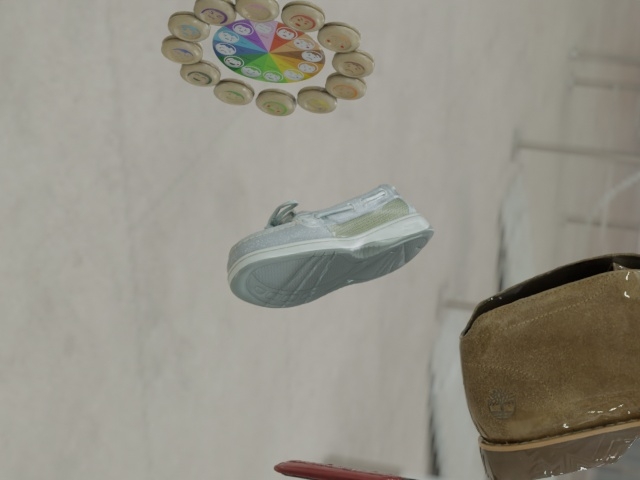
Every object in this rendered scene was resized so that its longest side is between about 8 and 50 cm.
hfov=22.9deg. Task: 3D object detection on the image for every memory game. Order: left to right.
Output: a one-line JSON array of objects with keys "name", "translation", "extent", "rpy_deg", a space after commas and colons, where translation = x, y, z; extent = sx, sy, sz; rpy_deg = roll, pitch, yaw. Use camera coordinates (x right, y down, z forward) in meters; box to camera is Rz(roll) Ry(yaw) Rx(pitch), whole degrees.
[{"name": "memory game", "translation": [-0.044, -0.156, 1.352], "extent": [0.186, 0.186, 0.012], "rpy_deg": [67, 29, -60]}]

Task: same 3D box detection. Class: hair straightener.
[{"name": "hair straightener", "translation": [0.072, 0.230, 1.250], "extent": [0.047, 0.230, 0.089], "rpy_deg": [18, 78, -81]}]

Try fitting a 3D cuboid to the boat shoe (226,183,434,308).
[{"name": "boat shoe", "translation": [0.002, -0.002, 1.884], "extent": [0.320, 0.103, 0.118], "rpy_deg": [-15, 152, -43]}]

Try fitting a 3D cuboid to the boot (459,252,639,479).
[{"name": "boot", "translation": [0.233, 0.056, 0.970], "extent": [0.112, 0.305, 0.115], "rpy_deg": [-48, 122, -79]}]
